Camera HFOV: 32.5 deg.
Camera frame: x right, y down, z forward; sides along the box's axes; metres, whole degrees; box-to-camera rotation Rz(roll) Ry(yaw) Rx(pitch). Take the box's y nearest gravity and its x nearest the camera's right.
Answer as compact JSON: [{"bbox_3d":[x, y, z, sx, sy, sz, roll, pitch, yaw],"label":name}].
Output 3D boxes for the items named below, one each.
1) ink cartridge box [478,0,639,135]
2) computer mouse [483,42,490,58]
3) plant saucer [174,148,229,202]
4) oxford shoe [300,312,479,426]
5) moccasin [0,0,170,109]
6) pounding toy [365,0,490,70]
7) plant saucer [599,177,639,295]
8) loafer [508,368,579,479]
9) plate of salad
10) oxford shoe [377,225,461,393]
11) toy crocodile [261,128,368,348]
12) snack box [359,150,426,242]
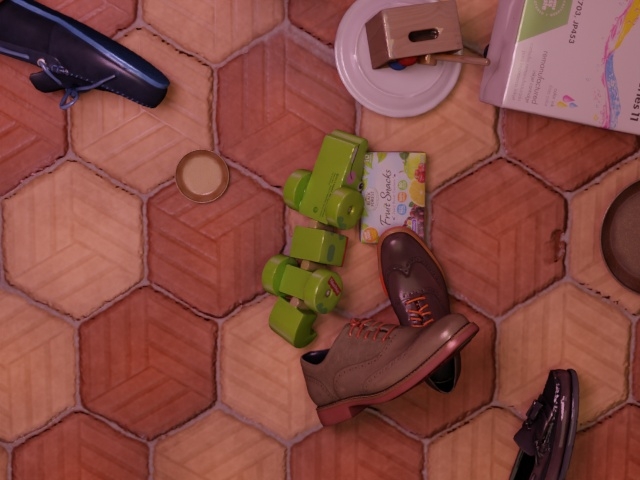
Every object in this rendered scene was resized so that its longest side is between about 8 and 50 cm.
[{"bbox_3d":[0.433,-0.267,1.622,0.353,0.119,0.207,9,100,-13],"label":"ink cartridge box"},{"bbox_3d":[0.308,-0.354,1.670,0.106,0.042,0.193,4,103,2],"label":"computer mouse"},{"bbox_3d":[-0.183,-0.100,1.697,0.083,0.015,0.083,0,98,-2],"label":"plant saucer"},{"bbox_3d":[0.084,0.168,1.618,0.348,0.123,0.130,-34,85,42],"label":"oxford shoe"},{"bbox_3d":[-0.386,-0.270,1.623,0.342,0.138,0.117,28,100,8],"label":"moccasin"},{"bbox_3d":[0.152,-0.284,1.583,0.141,0.130,0.100,-9,93,-10],"label":"pounding toy"},{"bbox_3d":[0.532,-0.008,1.728,0.198,0.036,0.198,0,99,-2],"label":"plant saucer"},{"bbox_3d":[0.340,0.346,1.738,0.095,0.109,0.302,8,100,1],"label":"loafer"},{"bbox_3d":[0.117,-0.285,1.668,0.200,0.048,0.200,0,91,-10],"label":"plate of salad"},{"bbox_3d":[0.160,0.107,1.684,0.097,0.098,0.271,-22,105,5],"label":"oxford shoe"},{"bbox_3d":[0.000,0.000,1.675,0.115,0.105,0.340,17,94,37],"label":"toy crocodile"},{"bbox_3d":[0.111,-0.067,1.702,0.100,0.037,0.141,0,98,-2],"label":"snack box"}]
